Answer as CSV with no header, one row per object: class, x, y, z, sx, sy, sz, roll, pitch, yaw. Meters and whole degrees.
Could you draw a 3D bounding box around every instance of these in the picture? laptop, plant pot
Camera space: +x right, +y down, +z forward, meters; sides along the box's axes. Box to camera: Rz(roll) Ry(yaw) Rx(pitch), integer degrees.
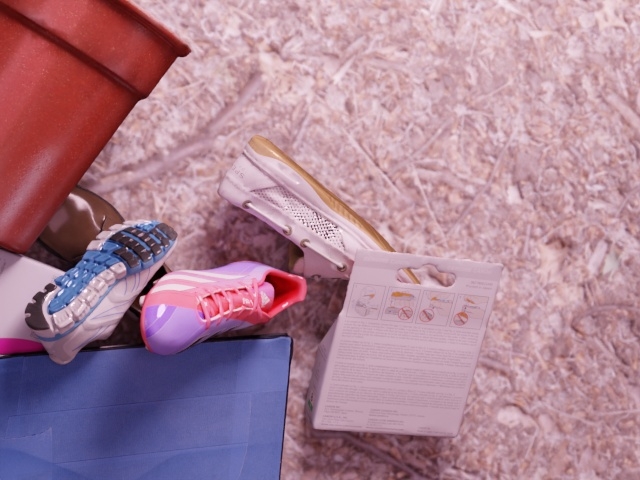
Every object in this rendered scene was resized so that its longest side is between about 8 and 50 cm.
laptop,-0.161,0.336,1.595,0.382,0.236,0.408,-3,50,-31
plant pot,-0.312,-0.147,1.553,0.272,0.272,0.265,32,88,-17

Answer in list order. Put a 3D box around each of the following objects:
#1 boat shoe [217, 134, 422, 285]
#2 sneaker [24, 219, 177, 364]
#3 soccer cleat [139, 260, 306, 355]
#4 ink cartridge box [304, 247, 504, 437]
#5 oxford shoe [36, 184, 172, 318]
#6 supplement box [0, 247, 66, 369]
boat shoe,0.000,0.000,1.752,0.277,0.098,0.096,40,95,-19
sneaker,-0.218,0.053,1.598,0.191,0.071,0.083,-40,140,-28
soccer cleat,-0.103,0.066,1.651,0.095,0.248,0.083,-4,95,25
ink cartridge box,0.092,0.112,1.771,0.181,0.056,0.224,6,109,-18
oxford shoe,-0.228,0.006,1.672,0.227,0.096,0.083,37,83,-15
supplement box,-0.359,0.052,1.583,0.220,0.114,0.111,26,85,-43
